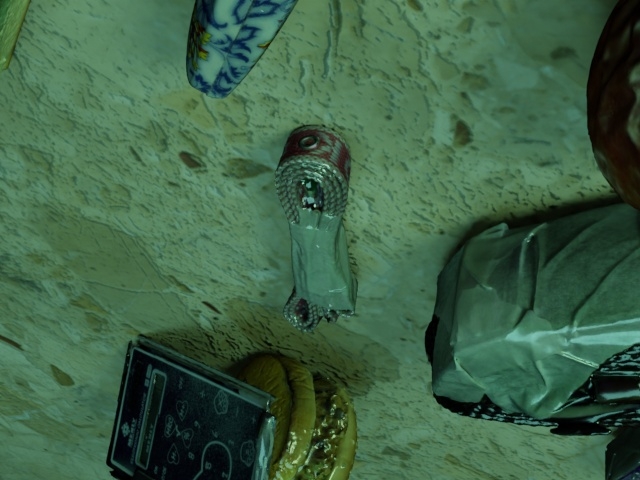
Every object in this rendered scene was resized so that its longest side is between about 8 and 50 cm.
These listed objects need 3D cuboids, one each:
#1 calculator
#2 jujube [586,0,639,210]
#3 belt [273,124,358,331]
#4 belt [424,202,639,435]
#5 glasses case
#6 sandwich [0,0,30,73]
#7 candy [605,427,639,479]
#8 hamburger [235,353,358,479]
[{"bbox_3d":[-0.140,0.206,0.996,0.028,0.166,0.274,7,-176,-42],"label":"calculator"},{"bbox_3d":[0.252,-0.107,0.529,0.183,0.183,0.243,23,142,-7],"label":"jujube"},{"bbox_3d":[0.000,0.000,0.841,0.071,0.053,0.232,9,139,9],"label":"belt"},{"bbox_3d":[0.221,0.078,0.769,0.289,0.164,0.184,-9,142,28],"label":"belt"},{"bbox_3d":[-0.033,-0.189,0.606,0.065,0.087,0.248,16,141,-19],"label":"glasses case"},{"bbox_3d":[-0.275,-0.173,0.695,0.219,0.108,0.186,2,138,13],"label":"sandwich"},{"bbox_3d":[0.450,0.264,0.983,0.312,0.061,0.088,22,139,-8],"label":"candy"},{"bbox_3d":[-0.036,0.215,1.013,0.118,0.182,0.191,21,135,-31],"label":"hamburger"}]
